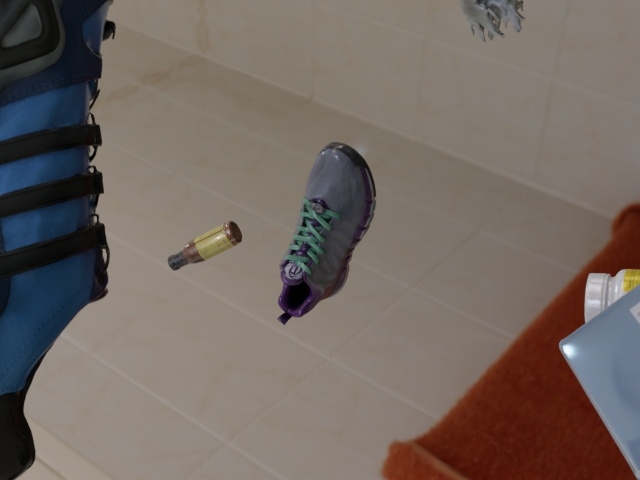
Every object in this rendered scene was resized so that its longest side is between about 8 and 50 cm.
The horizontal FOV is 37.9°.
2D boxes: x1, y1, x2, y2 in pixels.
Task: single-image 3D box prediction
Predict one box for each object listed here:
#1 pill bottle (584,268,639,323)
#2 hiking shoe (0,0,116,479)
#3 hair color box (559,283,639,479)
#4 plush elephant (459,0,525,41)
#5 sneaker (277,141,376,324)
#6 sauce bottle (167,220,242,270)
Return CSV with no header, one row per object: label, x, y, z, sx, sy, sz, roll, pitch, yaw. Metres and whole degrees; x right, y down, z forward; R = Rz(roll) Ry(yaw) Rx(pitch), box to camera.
pill bottle,0.564,0.109,1.589,0.119,0.209,0.119,3,-90,-66
hiking shoe,-0.156,-0.025,0.450,0.132,0.113,0.304,42,-123,-41
hair color box,0.335,0.137,0.582,0.185,0.113,0.374,-40,-57,15
plush elephant,0.141,-0.370,0.789,0.330,0.272,0.255,42,-102,-36
sneaker,0.000,0.000,1.044,0.098,0.083,0.223,-45,-27,-44
sauce bottle,-0.187,0.011,1.490,0.128,0.042,0.042,-24,-21,20
